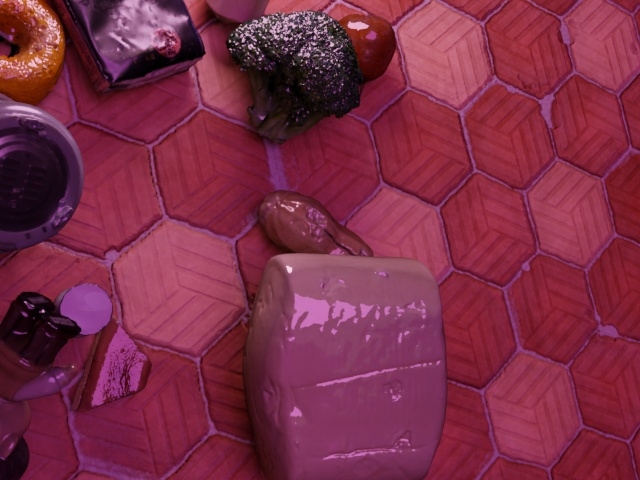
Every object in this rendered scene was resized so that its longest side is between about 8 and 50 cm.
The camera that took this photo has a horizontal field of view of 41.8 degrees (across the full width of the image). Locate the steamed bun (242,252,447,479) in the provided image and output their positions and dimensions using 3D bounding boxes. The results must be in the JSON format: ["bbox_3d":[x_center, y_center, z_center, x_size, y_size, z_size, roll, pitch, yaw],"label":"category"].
[{"bbox_3d":[0.028,0.248,1.620,0.372,0.290,0.455,1,96,-18],"label":"steamed bun"}]

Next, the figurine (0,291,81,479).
[{"bbox_3d":[-0.532,0.258,1.385,0.218,0.206,0.365,37,87,4],"label":"figurine"}]

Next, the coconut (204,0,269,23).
[{"bbox_3d":[-0.173,-0.520,1.735,0.147,0.152,0.147,18,41,-17],"label":"coconut"}]

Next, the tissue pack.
[{"bbox_3d":[-0.394,-0.466,1.630,0.245,0.123,0.332,-27,93,-37],"label":"tissue pack"}]

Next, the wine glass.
[{"bbox_3d":[-0.428,0.126,1.483,0.093,0.202,0.092,3,83,-24],"label":"wine glass"}]

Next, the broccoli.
[{"bbox_3d":[-0.058,-0.341,1.711,0.308,0.308,0.275,31,108,-17],"label":"broccoli"}]

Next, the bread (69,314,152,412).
[{"bbox_3d":[-0.380,0.241,1.560,0.119,0.067,0.192,21,72,-12],"label":"bread"}]

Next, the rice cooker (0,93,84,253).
[{"bbox_3d":[-0.560,-0.119,1.420,0.264,0.317,0.316,-31,95,-33],"label":"rice cooker"}]

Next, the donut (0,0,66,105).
[{"bbox_3d":[-0.589,-0.364,1.545,0.254,0.118,0.253,14,59,-25],"label":"donut"}]

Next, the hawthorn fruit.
[{"bbox_3d":[0.106,-0.414,1.847,0.149,0.149,0.189,-26,95,-26],"label":"hawthorn fruit"}]

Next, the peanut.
[{"bbox_3d":[0.000,0.000,1.740,0.290,0.130,0.130,38,69,-17],"label":"peanut"}]
